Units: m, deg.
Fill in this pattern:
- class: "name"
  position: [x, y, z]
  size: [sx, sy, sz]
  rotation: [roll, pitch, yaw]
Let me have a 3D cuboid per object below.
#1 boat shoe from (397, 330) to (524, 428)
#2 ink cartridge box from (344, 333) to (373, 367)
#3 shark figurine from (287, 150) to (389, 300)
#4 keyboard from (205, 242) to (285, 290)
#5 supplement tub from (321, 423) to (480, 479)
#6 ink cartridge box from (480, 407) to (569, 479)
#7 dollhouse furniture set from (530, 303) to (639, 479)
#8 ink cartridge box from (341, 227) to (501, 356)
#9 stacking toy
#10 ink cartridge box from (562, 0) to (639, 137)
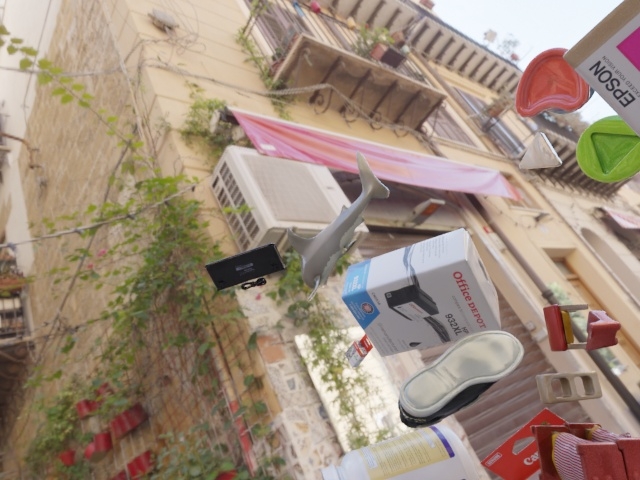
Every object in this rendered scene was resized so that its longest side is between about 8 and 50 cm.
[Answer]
- class: "boat shoe"
  position: [0.286, 0.284, 0.966]
  size: [0.302, 0.114, 0.091]
  rotation: [-18, -44, -17]
- class: "ink cartridge box"
  position: [0.134, 0.386, 1.637]
  size: [0.029, 0.063, 0.115]
  rotation: [5, -51, -37]
- class: "shark figurine"
  position: [0.005, -0.013, 0.820]
  size: [0.278, 0.116, 0.166]
  rotation: [-59, -7, 27]
- class: "keyboard"
  position: [-0.178, 0.073, 1.140]
  size: [0.180, 0.023, 0.108]
  rotation: [-18, -61, 6]
- class: "supplement tub"
  position: [0.187, 0.597, 1.103]
  size: [0.331, 0.241, 0.241]
  rotation: [-13, -31, -9]
- class: "ink cartridge box"
  position: [0.589, 0.584, 1.187]
  size: [0.275, 0.238, 0.060]
  rotation: [-59, -2, 29]
- class: "dollhouse furniture set"
  position: [0.526, 0.312, 0.949]
  size: [0.152, 0.375, 0.201]
  rotation: [-5, -15, -1]
- class: "ink cartridge box"
  position: [0.241, 0.134, 1.120]
  size: [0.307, 0.129, 0.223]
  rotation: [-21, -63, 26]
- class: "stacking toy"
  position: [0.583, -0.268, 0.985]
  size: [0.130, 0.308, 0.280]
  rotation: [-5, -75, -42]
- class: "ink cartridge box"
  position: [0.491, -0.242, 0.627]
  size: [0.088, 0.235, 0.193]
  rotation: [-35, -8, -46]
